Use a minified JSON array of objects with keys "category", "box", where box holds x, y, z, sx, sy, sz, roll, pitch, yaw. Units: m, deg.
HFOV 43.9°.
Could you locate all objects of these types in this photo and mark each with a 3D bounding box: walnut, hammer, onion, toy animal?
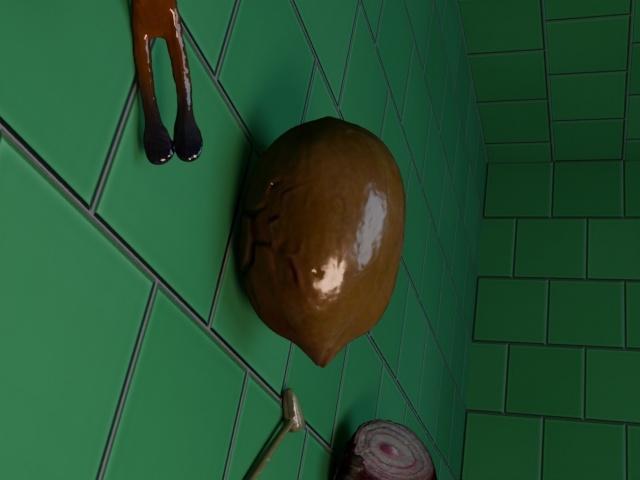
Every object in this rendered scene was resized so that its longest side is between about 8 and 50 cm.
[{"category":"walnut","box":[0.000,0.000,0.943,0.203,0.203,0.298,32,59,-68]},{"category":"hammer","box":[-0.067,0.263,1.017,0.195,0.028,0.060,-48,130,-61]},{"category":"onion","box":[0.126,0.407,1.295,0.140,0.218,0.195,-66,173,15]},{"category":"toy animal","box":[-0.137,-0.260,0.654,0.284,0.225,0.302,93,-7,-70]}]
